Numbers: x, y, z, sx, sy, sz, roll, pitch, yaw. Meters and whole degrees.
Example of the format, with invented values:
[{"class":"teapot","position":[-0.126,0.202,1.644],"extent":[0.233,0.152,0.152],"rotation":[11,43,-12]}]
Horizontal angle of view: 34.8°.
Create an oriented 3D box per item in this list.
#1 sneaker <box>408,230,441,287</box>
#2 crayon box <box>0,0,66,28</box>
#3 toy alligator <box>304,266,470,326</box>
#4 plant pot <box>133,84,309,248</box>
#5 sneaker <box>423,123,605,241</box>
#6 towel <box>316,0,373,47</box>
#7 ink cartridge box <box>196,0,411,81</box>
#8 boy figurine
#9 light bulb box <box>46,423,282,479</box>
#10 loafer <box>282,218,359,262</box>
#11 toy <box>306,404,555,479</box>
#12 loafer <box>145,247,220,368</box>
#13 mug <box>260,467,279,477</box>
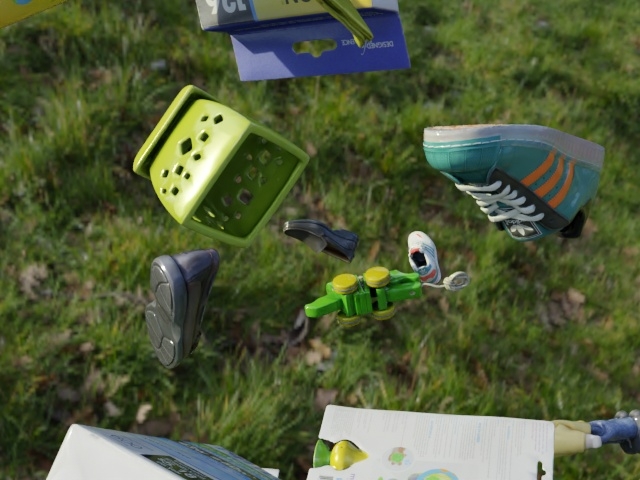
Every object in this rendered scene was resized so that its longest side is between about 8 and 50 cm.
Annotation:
[{"class":"sneaker","position":[0.225,0.026,2.290],"extent":[0.057,0.075,0.161],"rotation":[-25,45,14]},{"class":"crayon box","position":[-0.343,-0.362,1.139],"extent":[0.081,0.202,0.318],"rotation":[7,30,29]},{"class":"toy alligator","position":[0.073,0.053,1.170],"extent":[0.190,0.056,0.051],"rotation":[-12,30,-4]},{"class":"plant pot","position":[-0.197,-0.146,1.914],"extent":[0.207,0.228,0.227],"rotation":[38,7,30]},{"class":"sneaker","position":[0.220,-0.060,1.118],"extent":[0.108,0.121,0.302],"rotation":[4,0,44]},{"class":"towel","position":[-0.024,-0.281,1.008],"extent":[0.102,0.021,0.237],"rotation":[31,23,-43]},{"class":"ink cartridge box","position":[-0.047,-0.353,1.291],"extent":[0.304,0.307,0.072],"rotation":[3,20,41]},{"class":"boy figurine","position":[0.425,0.354,1.772],"extent":[0.285,0.177,0.092],"rotation":[-9,81,-14]},{"class":"light bulb box","position":[-0.095,0.389,1.142],"extent":[0.358,0.361,0.225],"rotation":[21,84,24]},{"class":"loafer","position":[0.000,0.000,2.168],"extent":[0.170,0.062,0.061],"rotation":[14,63,-13]},{"class":"toy","position":[0.110,0.236,1.023],"extent":[0.237,0.056,0.137],"rotation":[5,37,11]},{"class":"loafer","position":[-0.209,0.109,1.588],"extent":[0.095,0.302,0.109],"rotation":[-23,67,-23]},{"class":"mug","position":[-0.104,0.388,1.588],"extent":[0.064,0.062,0.078],"rotation":[14,86,-2]}]
